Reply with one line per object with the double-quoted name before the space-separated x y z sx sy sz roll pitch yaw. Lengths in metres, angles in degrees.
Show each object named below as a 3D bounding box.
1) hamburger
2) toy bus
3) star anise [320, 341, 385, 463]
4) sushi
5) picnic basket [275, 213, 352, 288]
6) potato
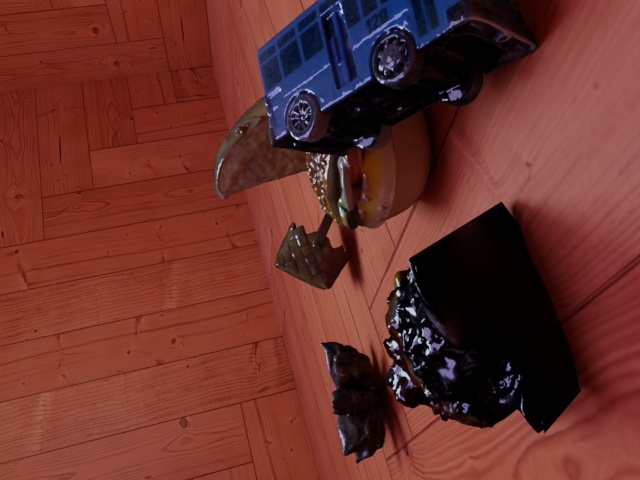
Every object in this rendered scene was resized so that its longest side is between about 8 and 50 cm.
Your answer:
"hamburger" 0.050 -0.126 0.738 0.237 0.148 0.236 171 90 -79
"toy bus" 0.055 -0.173 0.519 0.234 0.116 0.133 -23 73 43
"star anise" 0.076 0.309 1.127 0.236 0.109 0.223 66 -167 -58
"sushi" 0.133 0.093 0.549 0.172 0.153 0.150 57 143 8
"picnic basket" 0.000 0.000 1.153 0.128 0.138 0.178 127 168 -82
"potato" -0.152 -0.249 1.306 0.189 0.264 0.211 54 160 42
